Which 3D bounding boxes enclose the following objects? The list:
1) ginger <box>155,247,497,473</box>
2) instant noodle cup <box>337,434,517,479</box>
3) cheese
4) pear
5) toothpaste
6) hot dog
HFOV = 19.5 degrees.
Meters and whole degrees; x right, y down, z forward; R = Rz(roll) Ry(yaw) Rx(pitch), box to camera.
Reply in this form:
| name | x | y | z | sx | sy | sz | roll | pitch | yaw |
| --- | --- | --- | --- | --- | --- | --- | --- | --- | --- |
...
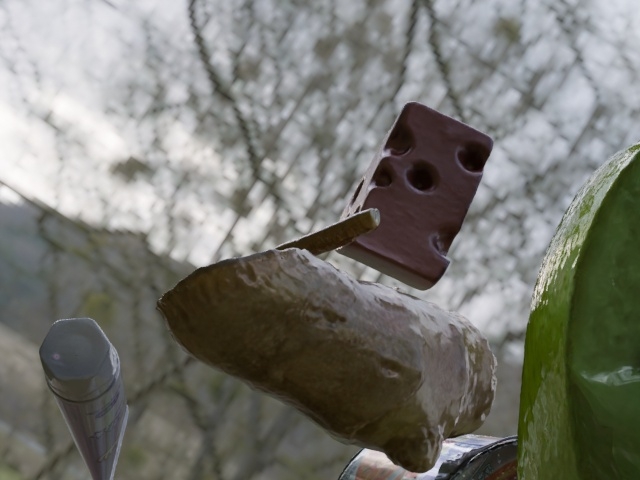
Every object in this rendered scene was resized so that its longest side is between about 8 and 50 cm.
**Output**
| name | x | y | z | sx | sy | sz | roll | pitch | yaw |
| --- | --- | --- | --- | --- | --- | --- | --- | --- | --- |
| ginger | 0.015 | 0.090 | 1.532 | 0.354 | 0.190 | 0.126 | 24 | -45 | -33 |
| instant noodle cup | 0.153 | 0.348 | 2.127 | 0.296 | 0.296 | 0.214 | 40 | -18 | -31 |
| cheese | 0.102 | -0.022 | 2.138 | 0.128 | 0.177 | 0.203 | 26 | -55 | -7 |
| pear | 0.267 | 0.139 | 1.220 | 0.342 | 0.318 | 0.238 | 29 | -7 | -2 |
| toothpaste | -0.253 | 0.184 | 2.083 | 0.080 | 0.125 | 0.371 | 9 | -24 | 3 |
| hot dog | 0.000 | 0.001 | 1.976 | 0.044 | 0.137 | 0.028 | 16 | 55 | -70 |
